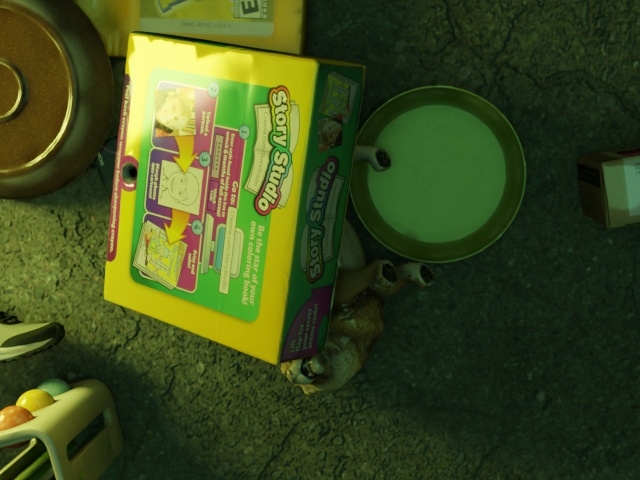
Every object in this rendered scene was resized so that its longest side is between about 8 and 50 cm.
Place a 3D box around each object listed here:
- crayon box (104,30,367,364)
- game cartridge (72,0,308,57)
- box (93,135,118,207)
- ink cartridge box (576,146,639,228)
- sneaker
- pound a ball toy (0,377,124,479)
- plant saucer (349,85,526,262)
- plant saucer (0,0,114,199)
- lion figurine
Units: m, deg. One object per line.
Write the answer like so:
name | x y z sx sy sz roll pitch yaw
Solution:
crayon box | -0.118 -0.064 1.386 0.313 0.106 0.362 16 103 34
game cartridge | -0.174 -0.385 1.491 0.324 0.052 0.285 3 96 3
box | -0.228 -0.104 1.532 0.162 0.029 0.116 -19 94 7
ink cartridge box | 0.461 -0.080 1.401 0.235 0.193 0.088 -7 95 4
sneaker | -0.495 0.119 1.539 0.272 0.100 0.108 2 90 4
pound a ball toy | -0.405 0.276 1.434 0.208 0.319 0.135 -15 94 6
plant saucer | 0.158 -0.090 1.500 0.241 0.037 0.241 1 96 5
plant saucer | -0.437 -0.207 1.506 0.311 0.050 0.310 2 99 11
lion figurine | 0.000 0.000 1.476 0.240 0.142 0.392 -25 76 43
